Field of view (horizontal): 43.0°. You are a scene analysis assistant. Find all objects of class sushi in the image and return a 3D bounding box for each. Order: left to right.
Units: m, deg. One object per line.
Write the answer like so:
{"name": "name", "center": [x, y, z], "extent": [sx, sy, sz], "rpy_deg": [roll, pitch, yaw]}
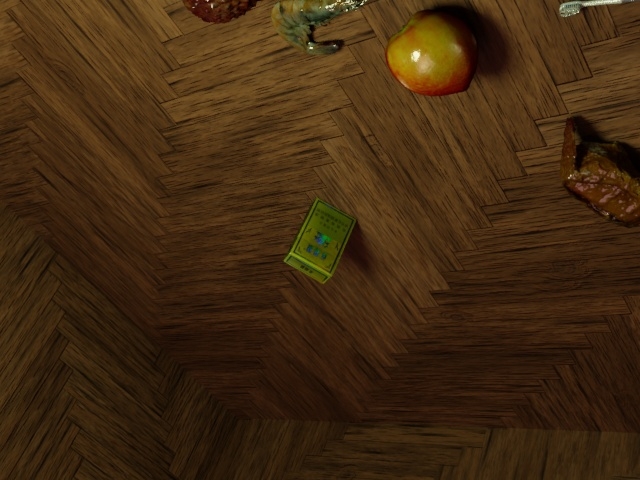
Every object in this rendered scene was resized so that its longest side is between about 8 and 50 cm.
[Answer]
{"name": "sushi", "center": [0.649, -0.141, 1.876], "extent": [0.296, 0.179, 0.167], "rpy_deg": [28, 129, -10]}

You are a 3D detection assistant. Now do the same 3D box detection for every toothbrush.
{"name": "toothbrush", "center": [0.603, -0.468, 1.565], "extent": [0.288, 0.026, 0.024], "rpy_deg": [-1, 141, 31]}

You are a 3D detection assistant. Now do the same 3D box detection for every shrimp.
{"name": "shrimp", "center": [0.018, -0.496, 1.857], "extent": [0.296, 0.058, 0.169], "rpy_deg": [0, 145, 37]}

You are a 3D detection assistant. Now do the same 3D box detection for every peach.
{"name": "peach", "center": [0.246, -0.394, 1.736], "extent": [0.197, 0.197, 0.197], "rpy_deg": [16, 145, 12]}

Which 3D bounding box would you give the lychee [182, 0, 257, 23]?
{"name": "lychee", "center": [-0.223, -0.583, 1.695], "extent": [0.300, 0.264, 0.264], "rpy_deg": [-14, 134, 13]}

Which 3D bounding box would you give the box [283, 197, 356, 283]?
{"name": "box", "center": [0.000, 0.000, 2.372], "extent": [0.141, 0.220, 0.064], "rpy_deg": [29, 145, -8]}
